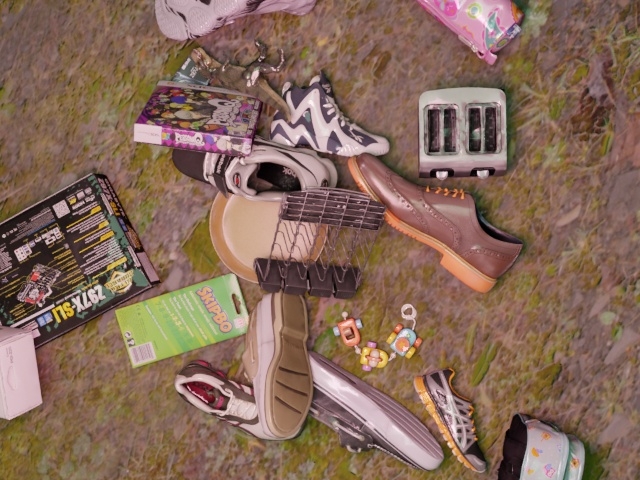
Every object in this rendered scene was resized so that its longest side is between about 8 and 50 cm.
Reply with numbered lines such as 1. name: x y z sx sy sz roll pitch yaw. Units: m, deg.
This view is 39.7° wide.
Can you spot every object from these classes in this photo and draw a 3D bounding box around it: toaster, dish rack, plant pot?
1. toaster: 0.267 -0.206 1.666 0.168 0.110 0.186 0 91 6
2. dish rack: 0.000 0.000 1.621 0.208 0.074 0.272 5 133 -13
3. plant pot: -0.100 -0.032 1.754 0.236 0.032 0.236 0 91 8

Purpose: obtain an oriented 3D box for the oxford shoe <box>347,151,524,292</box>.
1. oxford shoe: 0.213 -0.063 1.648 0.363 0.130 0.133 37 114 -8

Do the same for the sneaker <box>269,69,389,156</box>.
1. sneaker: 0.024 -0.246 1.702 0.234 0.094 0.153 11 101 17

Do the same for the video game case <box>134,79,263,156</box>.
1. video game case: -0.220 -0.231 1.657 0.210 0.232 0.042 7 120 -1

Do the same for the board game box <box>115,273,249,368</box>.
1. board game box: -0.271 0.159 1.776 0.259 0.039 0.124 -18 89 10

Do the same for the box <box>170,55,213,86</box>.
1. box: -0.259 -0.317 1.774 0.067 0.018 0.083 37 95 4

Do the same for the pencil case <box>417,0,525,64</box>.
1. pencil case: 0.248 -0.458 1.659 0.284 0.124 0.124 42 95 3

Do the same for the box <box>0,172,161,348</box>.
1. box: -0.522 0.049 1.785 0.322 0.079 0.257 -28 90 6

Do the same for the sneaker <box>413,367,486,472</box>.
1. sneaker: 0.262 0.342 1.691 0.083 0.084 0.215 -31 86 2

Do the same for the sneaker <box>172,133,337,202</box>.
1. sneaker: -0.145 -0.139 1.654 0.330 0.146 0.123 10 107 18

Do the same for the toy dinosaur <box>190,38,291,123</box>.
1. toy dinosaur: -0.125 -0.323 1.711 0.268 0.064 0.118 32 82 26

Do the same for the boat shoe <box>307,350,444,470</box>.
1. boat shoe: 0.078 0.348 1.707 0.335 0.121 0.119 35 102 16

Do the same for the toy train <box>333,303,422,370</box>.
1. toy train: 0.112 0.187 1.723 0.166 0.046 0.125 -15 89 7

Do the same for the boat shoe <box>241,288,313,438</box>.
1. boat shoe: -0.086 0.236 1.672 0.103 0.113 0.302 -27 45 34

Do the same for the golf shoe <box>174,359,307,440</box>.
1. golf shoe: -0.161 0.325 1.724 0.272 0.120 0.105 21 92 5

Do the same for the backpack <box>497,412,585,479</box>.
1. backpack: 0.399 0.411 1.613 0.144 0.188 0.166 15 88 12

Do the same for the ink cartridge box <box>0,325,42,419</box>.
1. ink cartridge box: -0.662 0.249 1.746 0.217 0.092 0.159 4 105 33

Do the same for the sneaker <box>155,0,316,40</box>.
1. sneaker: -0.143 -0.472 1.705 0.365 0.210 0.137 -13 89 41
